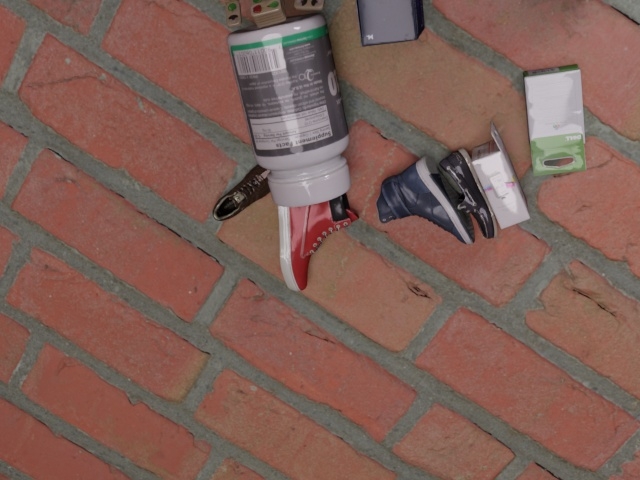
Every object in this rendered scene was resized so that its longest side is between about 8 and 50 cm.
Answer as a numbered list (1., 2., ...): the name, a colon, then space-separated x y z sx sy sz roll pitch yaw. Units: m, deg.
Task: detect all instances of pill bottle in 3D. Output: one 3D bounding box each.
1. pill bottle: -0.054 -0.265 1.712 0.204 0.204 0.360 -7 110 13

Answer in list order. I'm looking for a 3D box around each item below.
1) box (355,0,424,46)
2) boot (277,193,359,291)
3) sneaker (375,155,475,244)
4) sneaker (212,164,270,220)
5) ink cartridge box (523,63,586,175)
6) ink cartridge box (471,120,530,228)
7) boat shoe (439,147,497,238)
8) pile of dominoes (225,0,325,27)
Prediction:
1. box: 0.134 -0.462 1.597 0.108 0.207 0.153 -4 110 12
2. boot: 0.000 0.000 1.873 0.176 0.088 0.244 0 108 9
3. sneaker: 0.220 -0.059 1.811 0.163 0.086 0.226 -28 111 27
4. sneaker: -0.165 -0.103 1.868 0.188 0.071 0.066 -40 99 22
5. ink cartridge box: 0.476 -0.244 1.698 0.109 0.062 0.209 -6 110 13
6. ink cartridge box: 0.365 -0.137 1.733 0.067 0.115 0.198 -21 105 18
7. boat shoe: 0.313 -0.091 1.776 0.065 0.075 0.206 -24 98 -4
8. pile of dominoes: -0.100 -0.529 1.619 0.196 0.040 0.251 -12 64 10
